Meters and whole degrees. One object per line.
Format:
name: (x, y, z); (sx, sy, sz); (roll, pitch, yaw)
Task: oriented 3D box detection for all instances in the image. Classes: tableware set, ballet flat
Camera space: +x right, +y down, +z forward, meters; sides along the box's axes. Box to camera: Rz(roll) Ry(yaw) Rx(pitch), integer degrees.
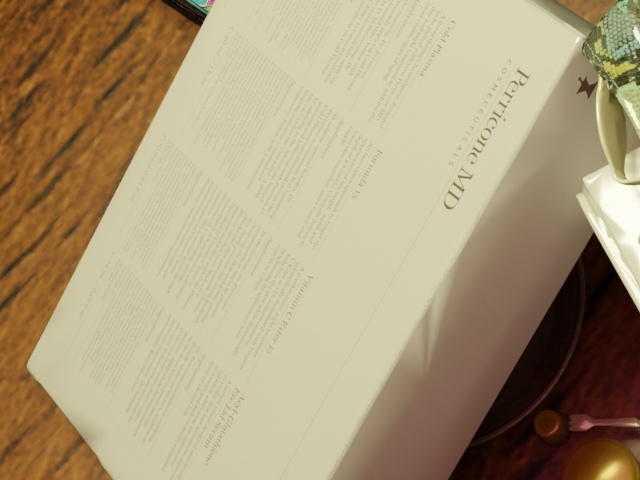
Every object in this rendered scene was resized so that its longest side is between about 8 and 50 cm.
tableware set: (0.143, 0.178, 1.147); (0.104, 0.024, 0.154); (1, 74, 22)
ballet flat: (0.170, -0.028, 0.876); (0.070, 0.070, 0.188); (-20, 66, 11)

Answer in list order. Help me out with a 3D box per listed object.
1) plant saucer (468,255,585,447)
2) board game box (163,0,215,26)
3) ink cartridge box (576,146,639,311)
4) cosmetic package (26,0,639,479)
plant saucer: (0.073, 0.042, 1.204); (0.199, 0.036, 0.198); (-6, 71, 16)
board game box: (-0.010, -0.254, 1.303); (0.336, 0.079, 0.254); (36, 87, 25)
ink cartridge box: (0.363, -0.018, 0.990); (0.395, 0.285, 0.166); (-28, 67, 9)
cosmetic package: (0.000, 0.000, 1.100); (0.284, 0.097, 0.377); (44, 110, 47)
